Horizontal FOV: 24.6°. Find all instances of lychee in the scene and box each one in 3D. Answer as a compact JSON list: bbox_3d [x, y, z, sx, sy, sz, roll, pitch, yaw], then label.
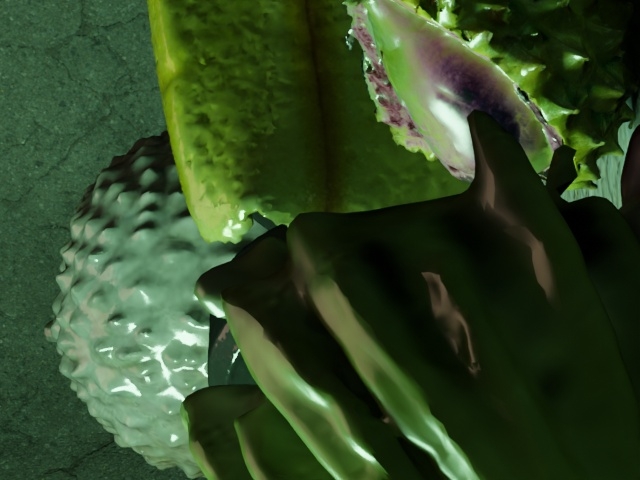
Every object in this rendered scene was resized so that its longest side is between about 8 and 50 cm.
[{"bbox_3d":[-0.078,0.061,1.479,0.380,0.432,0.380,-6,-90,-73],"label":"lychee"}]

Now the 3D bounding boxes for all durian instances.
[{"bbox_3d":[0.082,-0.073,0.545,0.108,0.119,0.187,45,175,24],"label":"durian"}]

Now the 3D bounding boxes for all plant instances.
[{"bbox_3d":[0.099,0.120,0.376,0.333,0.180,0.251,41,138,42],"label":"plant"}]

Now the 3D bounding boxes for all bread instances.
[{"bbox_3d":[0.001,-0.128,1.000,0.245,0.233,0.362,84,-179,-70],"label":"bread"}]

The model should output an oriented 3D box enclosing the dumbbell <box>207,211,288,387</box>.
[{"bbox_3d":[0.025,-0.008,1.055,0.322,0.203,0.204,-92,-2,-49],"label":"dumbbell"}]
